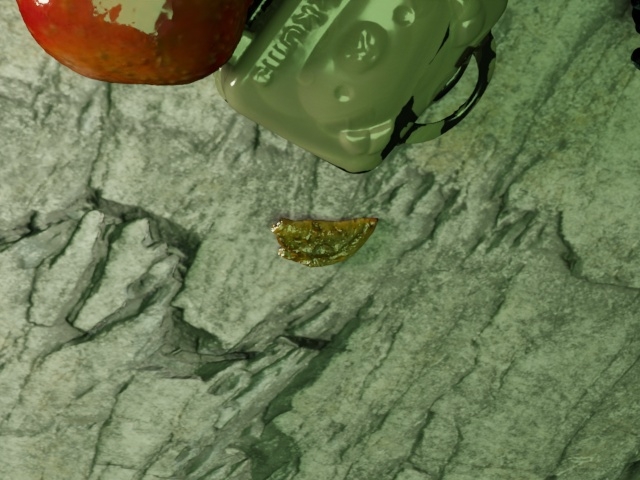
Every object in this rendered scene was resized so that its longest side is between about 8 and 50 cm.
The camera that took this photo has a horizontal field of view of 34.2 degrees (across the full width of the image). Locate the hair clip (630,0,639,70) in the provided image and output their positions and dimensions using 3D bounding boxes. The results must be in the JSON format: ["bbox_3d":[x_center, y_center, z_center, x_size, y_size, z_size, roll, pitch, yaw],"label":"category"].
[{"bbox_3d":[0.540,-0.332,1.377,0.310,0.206,0.194,-19,131,-6],"label":"hair clip"}]

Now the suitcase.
[{"bbox_3d":[0.073,-0.259,1.322,0.339,0.194,0.351,27,114,-30],"label":"suitcase"}]

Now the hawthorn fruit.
[{"bbox_3d":[-0.233,-0.318,1.154,0.331,0.287,0.287,1,123,-20],"label":"hawthorn fruit"}]

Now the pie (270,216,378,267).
[{"bbox_3d":[0.000,0.000,1.578,0.170,0.034,0.092,3,121,-22],"label":"pie"}]
